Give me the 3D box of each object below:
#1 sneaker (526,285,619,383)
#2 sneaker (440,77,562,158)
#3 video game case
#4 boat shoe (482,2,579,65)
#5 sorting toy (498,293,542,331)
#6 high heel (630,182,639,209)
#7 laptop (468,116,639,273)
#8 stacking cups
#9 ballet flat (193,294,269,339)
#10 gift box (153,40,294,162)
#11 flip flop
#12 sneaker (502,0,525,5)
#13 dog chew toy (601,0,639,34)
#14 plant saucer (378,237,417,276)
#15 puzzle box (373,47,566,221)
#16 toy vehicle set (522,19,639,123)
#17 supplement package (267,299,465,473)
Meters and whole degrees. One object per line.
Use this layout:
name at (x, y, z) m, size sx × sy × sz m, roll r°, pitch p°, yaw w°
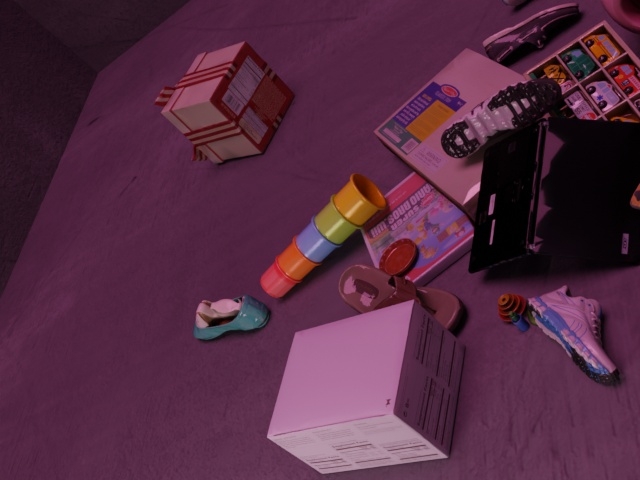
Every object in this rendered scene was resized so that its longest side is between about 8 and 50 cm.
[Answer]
sneaker at (0.373, 0.122, 1.239) m, size 0.083 × 0.071 × 0.190 m, roll -31°, pitch 38°, yaw -2°
sneaker at (0.321, -0.227, 1.529) m, size 0.234 × 0.078 × 0.106 m, roll -29°, pitch 9°, yaw 39°
video game case at (0.180, -0.023, 1.674) m, size 0.204 × 0.025 × 0.285 m, roll -39°, pitch 33°, yaw 15°
boat shoe at (0.434, -0.416, 1.776) m, size 0.206 × 0.075 × 0.065 m, roll -21°, pitch 83°, yaw 29°
sorting toy at (0.312, 0.104, 1.353) m, size 0.102 × 0.042 × 0.061 m, roll -7°, pitch 50°, yaw 47°
high heel at (0.528, -0.165, 1.306) m, size 0.186 × 0.093 × 0.261 m, roll -29°, pitch 40°, yaw 30°
laptop at (0.376, -0.063, 1.404) m, size 0.264 × 0.137 × 0.234 m, roll -29°, pitch 47°, yaw 63°
stacking cups at (0.000, 0.000, 1.798) m, size 0.316 × 0.096 × 0.096 m, roll -46°, pitch 29°, yaw 27°
ballet flat at (-0.218, 0.159, 1.907) m, size 0.247 × 0.087 × 0.083 m, roll -15°, pitch 45°, yaw 43°
gift box at (-0.277, -0.366, 2.395) m, size 0.258 × 0.255 × 0.276 m, roll -2°, pitch 47°, yaw 48°
flip flop at (0.126, 0.101, 1.523) m, size 0.277 × 0.080 × 0.112 m, roll 26°, pitch 80°, yaw 43°
sneaker at (0.481, -0.579, 1.850) m, size 0.229 × 0.087 × 0.092 m, roll -37°, pitch 34°, yaw 21°
dog chew toy at (0.614, -0.507, 1.513) m, size 0.207 × 0.206 × 0.332 m, roll -5°, pitch 43°, yaw 49°
plant saucer at (0.145, 0.033, 1.618) m, size 0.083 × 0.013 × 0.083 m, roll -31°, pitch 36°, yaw 26°
puzzle box at (0.292, -0.221, 1.695) m, size 0.272 × 0.052 × 0.409 m, roll -42°, pitch 33°, yaw 3°
toy vehicle set at (0.470, -0.236, 1.459) m, size 0.166 × 0.035 × 0.267 m, roll -34°, pitch 49°, yaw 15°
supplement package at (0.074, 0.240, 1.403) m, size 0.262 × 0.145 × 0.204 m, roll -19°, pitch 42°, yaw 38°
